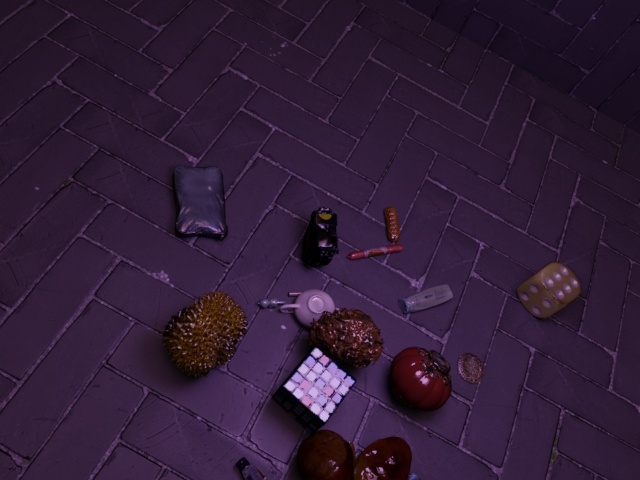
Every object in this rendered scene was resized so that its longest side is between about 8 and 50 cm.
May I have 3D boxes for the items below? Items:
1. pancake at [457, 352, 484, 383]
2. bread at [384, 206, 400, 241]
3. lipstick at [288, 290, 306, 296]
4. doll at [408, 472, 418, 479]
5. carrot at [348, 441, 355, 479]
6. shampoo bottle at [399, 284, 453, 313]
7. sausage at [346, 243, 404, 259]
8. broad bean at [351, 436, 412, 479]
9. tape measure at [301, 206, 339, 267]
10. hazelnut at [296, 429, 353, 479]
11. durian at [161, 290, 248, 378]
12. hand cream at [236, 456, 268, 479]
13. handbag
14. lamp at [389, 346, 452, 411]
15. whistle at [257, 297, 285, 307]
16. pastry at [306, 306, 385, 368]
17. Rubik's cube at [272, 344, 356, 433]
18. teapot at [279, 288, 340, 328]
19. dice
[{"bbox_3d":[0.552,0.469,2.071,0.114,0.011,0.115,7,60,-12],"label":"pancake"},{"bbox_3d":[0.290,-0.066,2.269,0.052,0.044,0.157,2,61,-12],"label":"bread"},{"bbox_3d":[-0.070,0.192,2.040,0.094,0.019,0.019,-2,63,-17],"label":"lipstick"},{"bbox_3d":[0.327,0.830,1.771,0.179,0.075,0.120,36,62,5],"label":"doll"},{"bbox_3d":[0.099,0.725,1.788,0.035,0.036,0.165,1,64,-15],"label":"carrot"},{"bbox_3d":[0.402,0.223,2.141,0.212,0.049,0.072,-15,71,-22],"label":"shampoo bottle"},{"bbox_3d":[0.217,0.044,2.196,0.253,0.034,0.034,-9,65,-19],"label":"sausage"},{"bbox_3d":[0.194,0.711,1.763,0.228,0.122,0.156,-26,86,-38],"label":"broad bean"},{"bbox_3d":[0.000,0.000,2.071,0.112,0.186,0.199,11,55,-15],"label":"tape measure"},{"bbox_3d":[0.018,0.681,1.703,0.177,0.178,0.204,-12,24,-22],"label":"hazelnut"},{"bbox_3d":[-0.356,0.287,1.779,0.258,0.258,0.293,39,54,7],"label":"durian"},{"bbox_3d":[-0.193,0.730,1.703,0.062,0.039,0.163,-36,82,-31],"label":"hand cream"},{"bbox_3d":[-0.447,-0.145,2.090,0.191,0.075,0.333,0,59,-20],"label":"handbag"},{"bbox_3d":[0.334,0.470,1.902,0.226,0.227,0.227,7,60,-12],"label":"lamp"},{"bbox_3d":[-0.172,0.220,1.986,0.100,0.035,0.035,0,62,-18],"label":"whistle"},{"bbox_3d":[0.086,0.310,1.873,0.274,0.275,0.193,24,76,-2],"label":"pastry"},{"bbox_3d":[-0.021,0.478,1.800,0.184,0.187,0.182,40,60,10],"label":"Rubik's cube"},{"bbox_3d":[-0.030,0.238,1.988,0.226,0.092,0.145,4,60,-10],"label":"teapot"},{"bbox_3d":[0.903,0.196,2.229,0.169,0.169,0.166,-30,74,-28],"label":"dice"}]
